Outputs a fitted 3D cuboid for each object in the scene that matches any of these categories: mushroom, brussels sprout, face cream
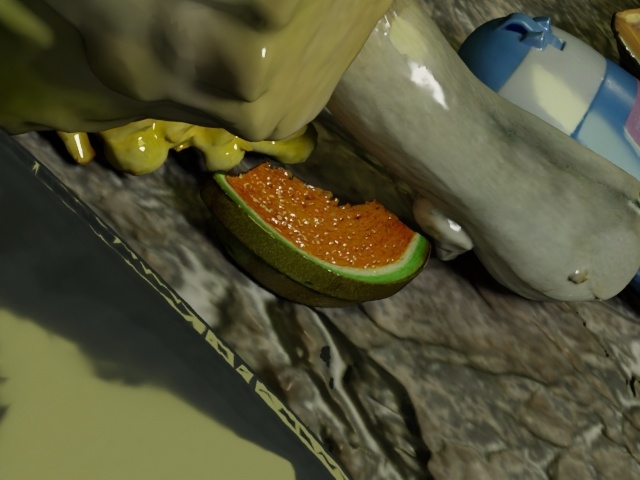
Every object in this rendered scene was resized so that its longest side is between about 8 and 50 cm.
[{"bbox_3d":[0.076,-0.049,0.758,0.278,0.099,0.096,37,54,-37],"label":"mushroom"},{"bbox_3d":[-0.095,-0.173,0.522,0.242,0.273,0.316,-41,98,-14],"label":"brussels sprout"},{"bbox_3d":[0.188,-0.036,0.906,0.264,0.083,0.149,39,33,-7],"label":"face cream"}]

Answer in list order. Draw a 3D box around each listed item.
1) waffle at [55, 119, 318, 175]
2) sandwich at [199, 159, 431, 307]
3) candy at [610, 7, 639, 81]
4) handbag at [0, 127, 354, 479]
[{"bbox_3d":[-0.105,-0.169,0.741,0.329,0.062,0.329,20,51,-27],"label":"waffle"},{"bbox_3d":[-0.001,0.001,0.729,0.135,0.029,0.067,15,43,-37],"label":"sandwich"},{"bbox_3d":[0.281,-0.153,1.114,0.143,0.101,0.271,44,41,-9],"label":"candy"},{"bbox_3d":[-0.094,0.076,0.371,0.302,0.178,0.275,46,6,9],"label":"handbag"}]
